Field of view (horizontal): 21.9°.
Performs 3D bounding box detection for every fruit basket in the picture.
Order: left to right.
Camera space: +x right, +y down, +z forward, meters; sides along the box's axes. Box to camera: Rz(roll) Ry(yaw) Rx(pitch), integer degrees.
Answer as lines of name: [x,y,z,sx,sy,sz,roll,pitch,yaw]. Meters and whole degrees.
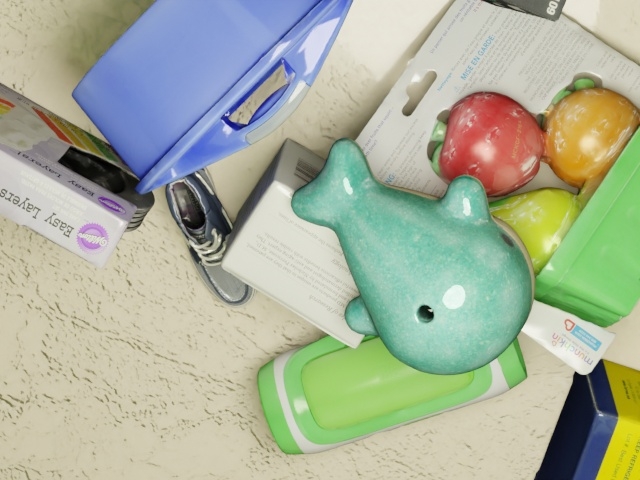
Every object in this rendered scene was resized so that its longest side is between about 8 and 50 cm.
fruit basket: [0.233,-0.079,1.813,0.353,0.165,0.327,33,79,9]

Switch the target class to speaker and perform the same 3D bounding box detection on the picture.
speaker: [0.083,0.153,1.918,0.296,0.131,0.131,-19,104,8]

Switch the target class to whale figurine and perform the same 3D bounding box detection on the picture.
whale figurine: [0.087,0.021,1.677,0.272,0.141,0.216,42,115,3]

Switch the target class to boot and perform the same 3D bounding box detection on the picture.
boot: [-0.131,0.002,1.905,0.069,0.086,0.190,-23,103,9]

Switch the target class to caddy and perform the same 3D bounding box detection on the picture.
caddy: [-0.099,-0.193,1.770,0.341,0.241,0.179,-43,93,14]

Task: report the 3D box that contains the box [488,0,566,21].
box: [0.134,-0.350,1.688,0.270,0.143,0.165,18,97,-25]

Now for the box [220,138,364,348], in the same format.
box: [0.000,0.000,1.848,0.182,0.181,0.119,32,108,-7]

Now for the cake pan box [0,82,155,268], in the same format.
cake pan box: [-0.312,-0.083,1.809,0.267,0.246,0.070,30,106,-5]

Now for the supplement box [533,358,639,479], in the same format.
supplement box: [0.444,0.296,1.903,0.356,0.195,0.194,18,107,-1]
